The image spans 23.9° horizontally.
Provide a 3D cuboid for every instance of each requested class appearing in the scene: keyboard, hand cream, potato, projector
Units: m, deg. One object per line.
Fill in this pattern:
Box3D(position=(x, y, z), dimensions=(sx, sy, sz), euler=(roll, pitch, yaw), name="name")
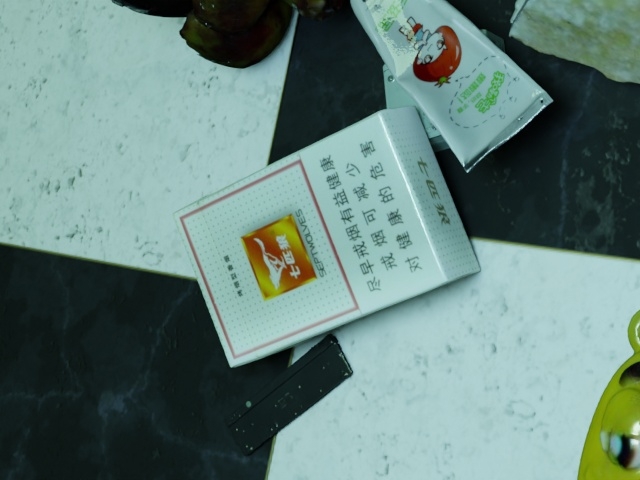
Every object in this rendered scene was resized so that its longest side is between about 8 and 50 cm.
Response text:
Box3D(position=(-0.040, 0.192, 1.867), dimensions=(0.195, 0.018, 0.060), euler=(-40, 65, 25), name="keyboard")
Box3D(position=(0.129, -0.218, 1.727), dimensions=(0.121, 0.076, 0.336), euler=(-46, 52, 14), name="hand cream")
Box3D(position=(0.366, -0.277, 1.609), dimensions=(0.264, 0.211, 0.189), euler=(32, 58, 6), name="potato")
Box3D(position=(0.147, -0.173, 1.775), dimensions=(0.147, 0.061, 0.115), euler=(-16, 68, 34), name="projector")

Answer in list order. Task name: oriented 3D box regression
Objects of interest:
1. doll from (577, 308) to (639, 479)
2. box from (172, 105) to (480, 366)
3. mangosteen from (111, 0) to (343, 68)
Box3D(position=(0.339, 0.318, 1.440), dimensions=(0.348, 0.161, 0.423), euler=(-45, 72, 19), name="doll")
Box3D(position=(0.000, 0.000, 1.791), dimensions=(0.330, 0.095, 0.210), euler=(-24, 85, 31), name="box")
Box3D(position=(-0.140, -0.437, 1.892), dimensions=(0.381, 0.421, 0.381), euler=(-46, 11, 12), name="mangosteen")
